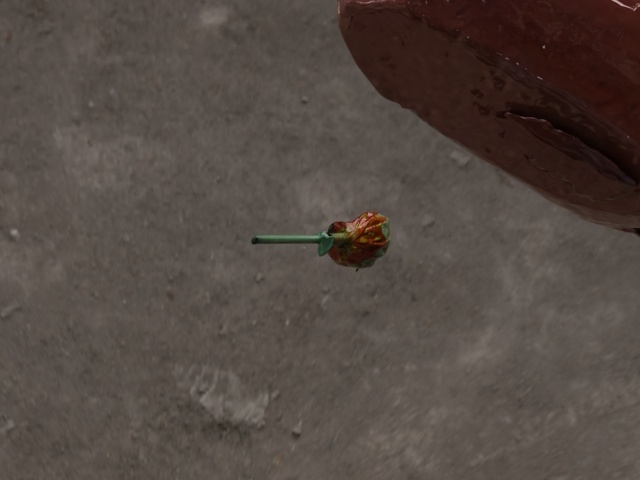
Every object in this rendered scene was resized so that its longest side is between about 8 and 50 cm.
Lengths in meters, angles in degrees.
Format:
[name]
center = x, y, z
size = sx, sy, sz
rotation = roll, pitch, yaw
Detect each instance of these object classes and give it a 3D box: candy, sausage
[candy]
center = 0.000, 0.000, 0.913
size = 0.049, 0.185, 0.055
rotation = 48, 112, 21
[sausage]
center = 0.142, -0.104, 0.692
size = 0.280, 0.152, 0.152
rotation = 30, 66, -3
